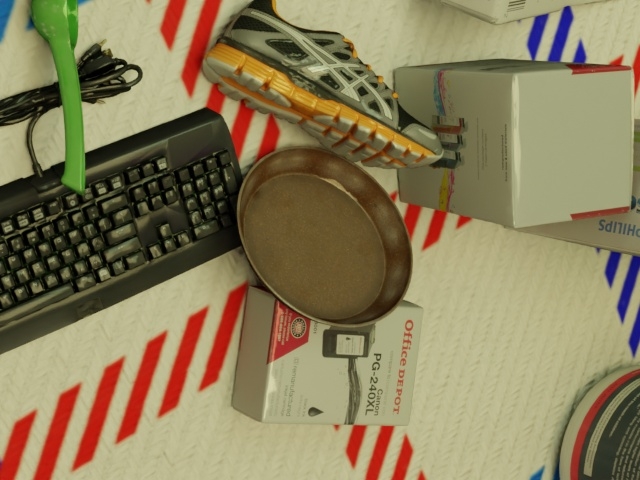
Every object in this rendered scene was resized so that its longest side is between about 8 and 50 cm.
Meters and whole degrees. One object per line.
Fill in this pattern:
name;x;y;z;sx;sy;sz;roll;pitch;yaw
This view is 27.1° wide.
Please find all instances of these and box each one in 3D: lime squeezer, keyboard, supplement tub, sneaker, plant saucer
lime squeezer;-0.150;-0.194;1.004;0.310;0.110;0.059;-60;159;-14
keyboard;-0.209;-0.032;1.029;0.317;0.033;0.201;-25;108;-25
supplement tub;0.378;0.234;1.260;0.191;0.272;0.191;-4;99;-29
sneaker;0.013;-0.127;1.099;0.215;0.084;0.083;28;72;-15
plant saucer;0.000;0.000;1.116;0.168;0.029;0.168;16;57;-26

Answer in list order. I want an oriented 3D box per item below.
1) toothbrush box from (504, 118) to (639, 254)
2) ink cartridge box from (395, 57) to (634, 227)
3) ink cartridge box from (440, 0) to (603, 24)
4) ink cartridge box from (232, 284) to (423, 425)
toothbrush box;0.352;-0.034;1.247;0.283;0.206;0.122;8;93;-30
ink cartridge box;0.163;-0.090;1.150;0.128;0.176;0.127;-8;103;-28
ink cartridge box;0.228;-0.348;1.161;0.261;0.066;0.296;-20;131;-51
ink cartridge box;0.009;0.101;1.152;0.150;0.063;0.109;5;94;-30
